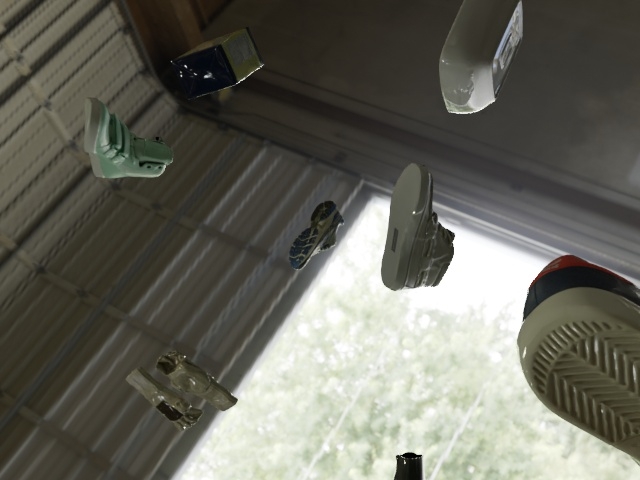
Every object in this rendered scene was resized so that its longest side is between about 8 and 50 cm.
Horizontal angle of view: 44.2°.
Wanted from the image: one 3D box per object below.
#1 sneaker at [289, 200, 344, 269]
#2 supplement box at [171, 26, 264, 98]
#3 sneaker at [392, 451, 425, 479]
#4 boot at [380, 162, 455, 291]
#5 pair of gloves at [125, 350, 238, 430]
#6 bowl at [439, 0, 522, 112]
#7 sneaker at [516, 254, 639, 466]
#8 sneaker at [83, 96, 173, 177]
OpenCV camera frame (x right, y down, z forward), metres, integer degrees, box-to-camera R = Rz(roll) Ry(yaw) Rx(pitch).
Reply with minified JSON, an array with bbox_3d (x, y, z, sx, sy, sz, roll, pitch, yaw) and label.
[{"bbox_3d":[0.000,0.000,1.325,0.058,0.052,0.135,47,-114,-31],"label":"sneaker"},{"bbox_3d":[-0.137,-0.238,1.057,0.083,0.083,0.056,-50,-56,-49],"label":"supplement box"},{"bbox_3d":[0.182,0.491,1.612,0.222,0.083,0.118,107,164,-78],"label":"sneaker"},{"bbox_3d":[0.198,-0.024,1.491,0.123,0.095,0.258,-1,-61,-23],"label":"boot"},{"bbox_3d":[-0.328,0.352,1.831,0.204,0.240,0.042,46,-139,-18],"label":"pair of gloves"},{"bbox_3d":[0.188,-0.222,0.896,0.142,0.053,0.142,-65,-22,-12],"label":"bowl"},{"bbox_3d":[0.299,0.137,0.632,0.131,0.350,0.148,-42,11,23],"label":"sneaker"},{"bbox_3d":[-0.344,-0.185,1.423,0.256,0.151,0.094,117,152,-72],"label":"sneaker"}]
